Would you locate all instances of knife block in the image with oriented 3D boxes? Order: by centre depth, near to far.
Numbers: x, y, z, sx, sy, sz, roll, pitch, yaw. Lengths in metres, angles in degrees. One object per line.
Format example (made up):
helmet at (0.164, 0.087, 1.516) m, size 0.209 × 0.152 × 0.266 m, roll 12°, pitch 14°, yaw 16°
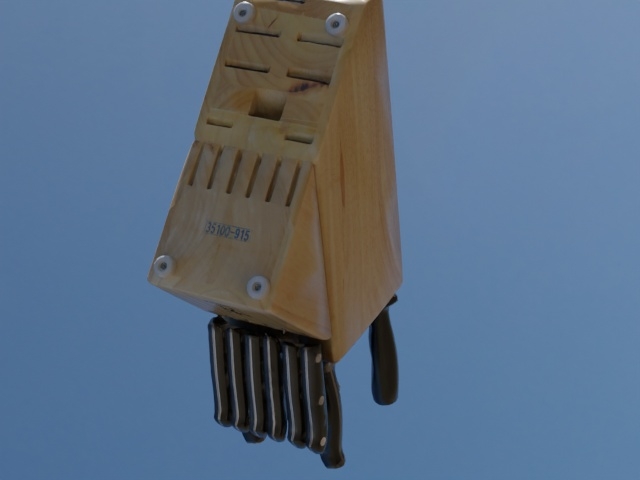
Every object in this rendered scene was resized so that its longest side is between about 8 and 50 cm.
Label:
knife block at (0.000, 0.000, 0.998) m, size 0.242 × 0.088 × 0.276 m, roll 31°, pitch -107°, yaw -63°
